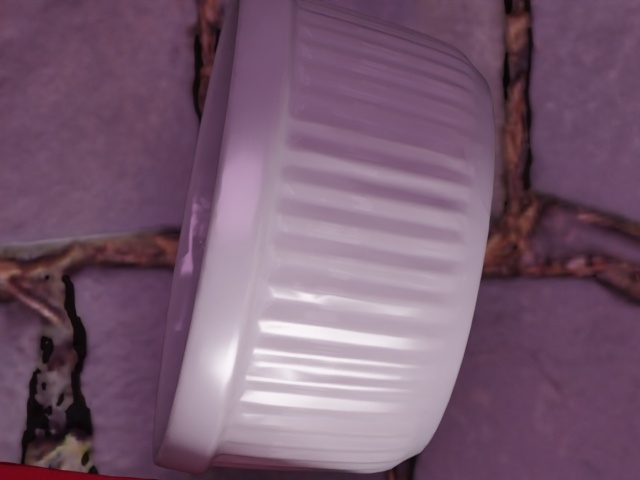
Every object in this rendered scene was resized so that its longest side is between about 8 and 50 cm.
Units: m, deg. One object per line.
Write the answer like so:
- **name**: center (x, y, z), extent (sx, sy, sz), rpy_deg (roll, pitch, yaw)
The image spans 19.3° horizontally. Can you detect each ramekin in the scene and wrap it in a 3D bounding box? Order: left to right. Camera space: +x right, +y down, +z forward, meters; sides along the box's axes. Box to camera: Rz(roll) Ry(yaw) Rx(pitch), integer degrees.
- **ramekin**: center (0.000, 0.000, 0.785), extent (0.109, 0.207, 0.207), rpy_deg (9, 75, -7)

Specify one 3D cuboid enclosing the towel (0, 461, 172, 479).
- **towel**: center (-0.112, 0.184, 0.695), extent (0.199, 0.031, 0.275), rpy_deg (2, 36, 21)
